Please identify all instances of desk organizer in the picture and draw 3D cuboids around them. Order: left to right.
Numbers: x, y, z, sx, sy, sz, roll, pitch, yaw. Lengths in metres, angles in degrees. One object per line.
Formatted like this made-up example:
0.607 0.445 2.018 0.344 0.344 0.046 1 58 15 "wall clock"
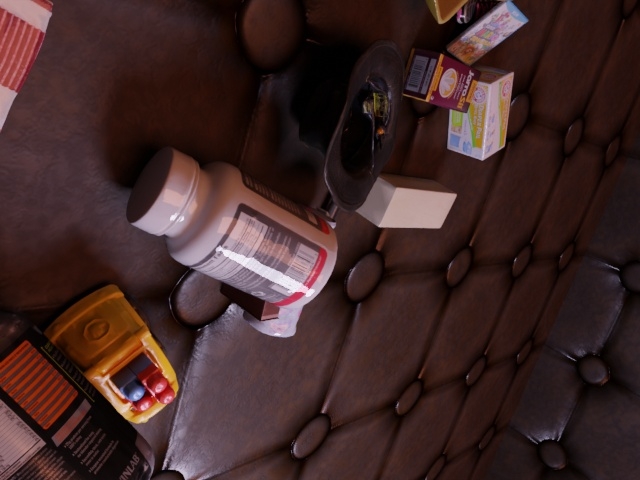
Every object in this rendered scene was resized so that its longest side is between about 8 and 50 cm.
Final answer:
-0.132 0.102 1.076 0.047 0.130 0.050 -3 113 -47 "desk organizer"

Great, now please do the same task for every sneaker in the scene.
0.378 -0.528 1.287 0.170 0.075 0.063 -21 124 -40 "sneaker"

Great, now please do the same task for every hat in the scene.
0.044 -0.226 1.063 0.331 0.134 0.331 -49 149 -44 "hat"

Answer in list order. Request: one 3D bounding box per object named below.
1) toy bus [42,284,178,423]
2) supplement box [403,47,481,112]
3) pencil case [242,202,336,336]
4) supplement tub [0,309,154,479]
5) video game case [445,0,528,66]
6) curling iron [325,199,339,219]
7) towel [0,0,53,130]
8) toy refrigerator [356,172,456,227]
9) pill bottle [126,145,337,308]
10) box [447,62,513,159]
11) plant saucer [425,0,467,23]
-0.299 0.211 0.896 0.149 0.211 0.220 -41 140 -25 "toy bus"
0.273 -0.359 1.275 0.188 0.081 0.104 -2 114 -48 "supplement box"
-0.061 0.061 1.142 0.124 0.113 0.273 8 107 -47 "pencil case"
-0.395 0.238 0.718 0.207 0.207 0.338 -42 105 -22 "supplement tub"
0.384 -0.477 1.298 0.166 0.015 0.119 -35 154 32 "video game case"
0.000 0.000 1.236 0.068 0.035 0.274 2 113 -53 "curling iron"
-0.467 -0.173 0.608 0.237 0.037 0.329 25 92 -50 "towel"
0.209 -0.096 1.365 0.269 0.094 0.102 -1 120 -47 "toy refrigerator"
-0.139 -0.020 0.918 0.318 0.176 0.176 30 90 -34 "pill bottle"
0.398 -0.323 1.412 0.103 0.114 0.203 -32 132 -32 "box"
0.270 -0.657 1.085 0.333 0.081 0.333 -48 140 -17 "plant saucer"
